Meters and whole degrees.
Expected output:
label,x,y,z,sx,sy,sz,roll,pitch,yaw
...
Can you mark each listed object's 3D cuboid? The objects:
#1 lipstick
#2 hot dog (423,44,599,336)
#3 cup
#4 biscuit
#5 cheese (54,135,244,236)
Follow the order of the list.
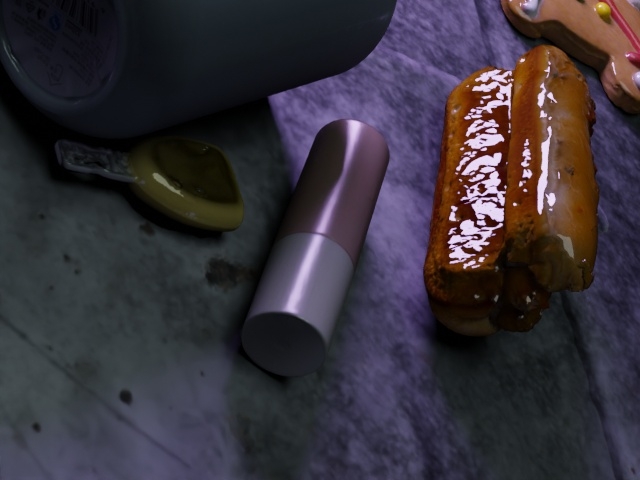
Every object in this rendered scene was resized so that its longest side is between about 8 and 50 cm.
label,x,y,z,sx,sy,sz,roll,pitch,yaw
lipstick,0.000,0.000,1.239,0.070,0.070,0.254,37,39,-15
hot dog,0.185,-0.044,1.398,0.117,0.158,0.349,50,30,-29
cup,-0.103,-0.201,1.206,0.312,0.205,0.205,-25,77,-49
biscuit,0.357,-0.247,1.817,0.340,0.047,0.216,34,41,-18
cheese,-0.135,-0.052,1.181,0.162,0.036,0.086,11,50,-39
